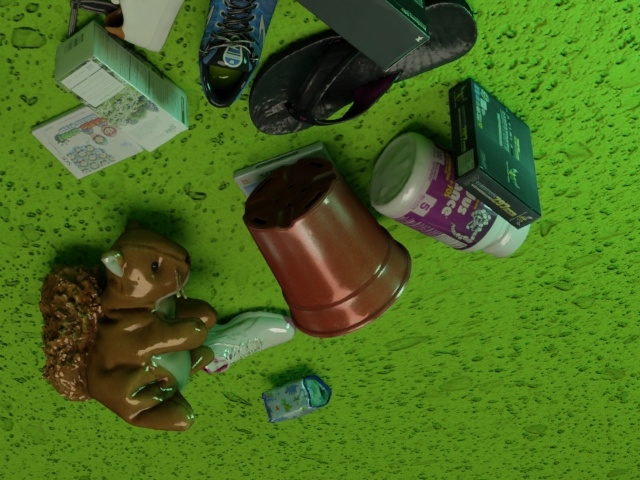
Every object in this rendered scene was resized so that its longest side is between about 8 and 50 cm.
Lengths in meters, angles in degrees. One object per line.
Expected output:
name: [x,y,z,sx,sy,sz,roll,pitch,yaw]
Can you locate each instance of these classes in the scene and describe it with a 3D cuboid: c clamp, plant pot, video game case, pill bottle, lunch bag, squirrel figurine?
c clamp: [-0.406,-0.365,1.750,0.137,0.022,0.160,2,137,-14]
plant pot: [0.000,0.000,1.971,0.272,0.272,0.265,-20,126,18]
video game case: [-0.043,-0.093,2.058,0.193,0.023,0.212,-18,135,16]
pill bottle: [0.258,-0.077,1.983,0.302,0.169,0.169,24,131,-26]
lunch bag: [-0.054,0.393,2.538,0.129,0.096,0.151,-21,164,19]
video game case: [-0.440,-0.192,1.935,0.157,0.019,0.143,-21,135,19]
squirrel figurine: [-0.416,0.153,2.099,0.397,0.281,0.370,2,117,12]

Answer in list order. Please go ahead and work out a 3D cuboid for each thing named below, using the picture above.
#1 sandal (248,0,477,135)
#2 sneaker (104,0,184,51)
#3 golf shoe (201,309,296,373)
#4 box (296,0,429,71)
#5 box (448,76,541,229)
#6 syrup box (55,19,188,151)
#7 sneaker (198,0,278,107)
sandal: [0.060,-0.293,1.784,0.446,0.107,0.167,-23,133,22]
sneaker: [-0.273,-0.423,1.627,0.123,0.106,0.290,14,136,-20]
golf shoe: [-0.205,0.245,2.336,0.306,0.140,0.115,-9,136,5]
box: [0.043,-0.415,1.594,0.261,0.184,0.103,33,127,-31]
box: [0.315,-0.159,1.850,0.059,0.232,0.183,-30,131,35]
syrup box: [-0.344,-0.265,1.787,0.093,0.096,0.237,-28,139,24]
sneaker: [-0.130,-0.353,1.681,0.130,0.147,0.330,7,136,-10]
